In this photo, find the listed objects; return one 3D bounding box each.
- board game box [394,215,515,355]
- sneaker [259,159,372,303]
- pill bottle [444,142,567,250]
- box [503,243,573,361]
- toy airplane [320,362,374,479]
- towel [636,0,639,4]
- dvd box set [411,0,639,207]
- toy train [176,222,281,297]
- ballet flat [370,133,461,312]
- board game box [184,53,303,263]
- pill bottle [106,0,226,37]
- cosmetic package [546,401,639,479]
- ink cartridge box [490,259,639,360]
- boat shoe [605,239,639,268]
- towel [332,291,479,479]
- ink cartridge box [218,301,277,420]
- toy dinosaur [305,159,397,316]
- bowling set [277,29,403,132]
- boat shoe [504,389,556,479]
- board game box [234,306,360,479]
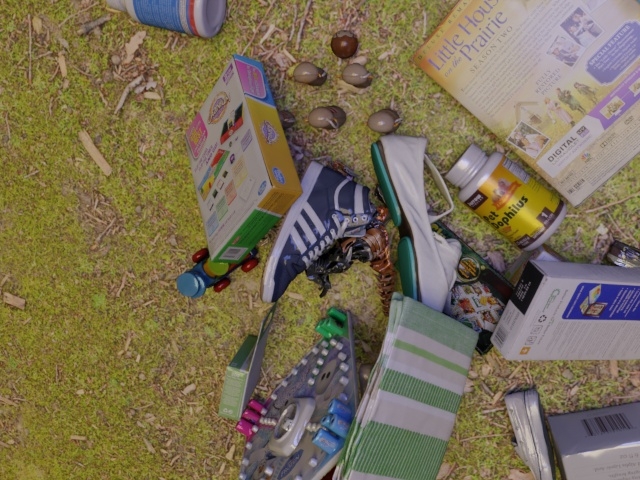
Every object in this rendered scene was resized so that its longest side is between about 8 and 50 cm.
[{"bbox_3d":[0.268,0.083,1.072,0.260,0.030,0.136,49,115,33],"label":"board game box"},{"bbox_3d":[0.000,0.000,1.002,0.153,0.099,0.282,21,75,1],"label":"sneaker"},{"bbox_3d":[0.344,-0.086,1.037,0.215,0.117,0.117,39,108,3],"label":"pill bottle"},{"bbox_3d":[0.404,0.113,1.070,0.103,0.114,0.203,35,107,3],"label":"box"},{"bbox_3d":[0.125,0.486,1.090,0.272,0.384,0.386,-1,147,35],"label":"toy airplane"},{"bbox_3d":[0.530,-0.600,0.918,0.271,0.040,0.370,-36,92,17],"label":"towel"},{"bbox_3d":[0.419,-0.308,0.981,0.420,0.062,0.308,42,116,2],"label":"dvd box set"},{"bbox_3d":[-0.190,0.030,1.178,0.248,0.143,0.105,-35,93,18],"label":"toy train"},{"bbox_3d":[0.198,-0.020,1.043,0.139,0.139,0.400,-14,81,16],"label":"ballet flat"},{"bbox_3d":[-0.160,-0.152,1.044,0.242,0.064,0.317,-43,54,40],"label":"board game box"},{"bbox_3d":[-0.313,-0.489,1.100,0.221,0.124,0.124,15,105,9],"label":"pill bottle"},{"bbox_3d":[0.611,0.540,1.095,0.217,0.156,0.385,-16,97,14],"label":"cosmetic package"},{"bbox_3d":[0.500,0.132,0.985,0.370,0.069,0.176,6,118,-19],"label":"ink cartridge box"},{"bbox_3d":[0.622,0.040,1.032,0.152,0.056,0.049,16,111,10],"label":"boat shoe"},{"bbox_3d":[0.151,0.274,0.914,0.038,0.248,0.325,6,72,49],"label":"towel"},{"bbox_3d":[-0.156,0.246,1.203,0.056,0.171,0.235,14,105,4],"label":"ink cartridge box"},{"bbox_3d":[0.063,0.005,1.118,0.218,0.164,0.322,-27,73,2],"label":"toy dinosaur"},{"bbox_3d":[0.015,-0.301,1.048,0.287,0.154,0.200,1,103,13],"label":"bowling set"},{"bbox_3d":[0.442,0.425,1.159,0.075,0.083,0.226,-11,88,27],"label":"boat shoe"},{"bbox_3d":[-0.069,0.361,1.095,0.050,0.390,0.390,34,109,-14],"label":"board game box"}]
